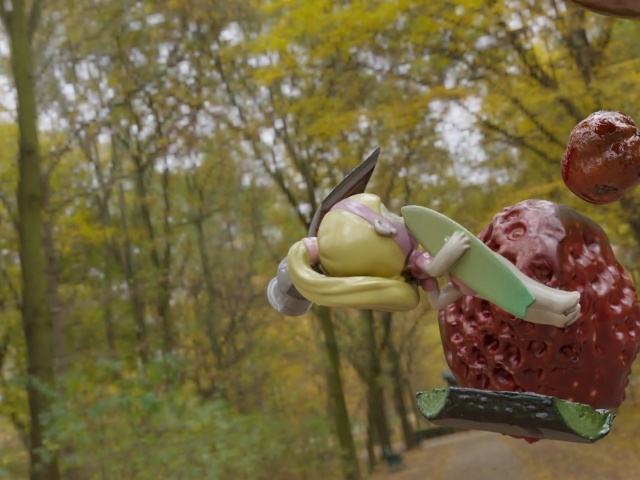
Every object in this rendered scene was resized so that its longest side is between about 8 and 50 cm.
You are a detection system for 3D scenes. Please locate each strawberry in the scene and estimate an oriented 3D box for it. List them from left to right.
[{"bbox_3d":[0.280,0.087,1.536,0.295,0.317,0.345,14,-21,30],"label":"strawberry"}]

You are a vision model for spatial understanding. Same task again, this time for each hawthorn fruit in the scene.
[{"bbox_3d":[0.267,-0.078,1.089,0.093,0.093,0.093,-12,-9,-2],"label":"hawthorn fruit"}]

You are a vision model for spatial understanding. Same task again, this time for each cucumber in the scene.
[{"bbox_3d":[0.212,0.185,1.238,0.220,0.046,0.070,4,-23,6],"label":"cucumber"}]

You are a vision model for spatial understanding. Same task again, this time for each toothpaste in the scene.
[{"bbox_3d":[0.000,0.000,1.244,0.096,0.061,0.266,-45,-10,-34],"label":"toothpaste"}]

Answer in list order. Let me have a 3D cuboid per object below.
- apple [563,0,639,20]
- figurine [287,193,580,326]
[{"bbox_3d":[0.229,-0.304,0.870,0.345,0.345,0.269,-3,-34,-44],"label":"apple"},{"bbox_3d":[0.071,0.022,0.729,0.187,0.083,0.083,19,-2,15],"label":"figurine"}]
